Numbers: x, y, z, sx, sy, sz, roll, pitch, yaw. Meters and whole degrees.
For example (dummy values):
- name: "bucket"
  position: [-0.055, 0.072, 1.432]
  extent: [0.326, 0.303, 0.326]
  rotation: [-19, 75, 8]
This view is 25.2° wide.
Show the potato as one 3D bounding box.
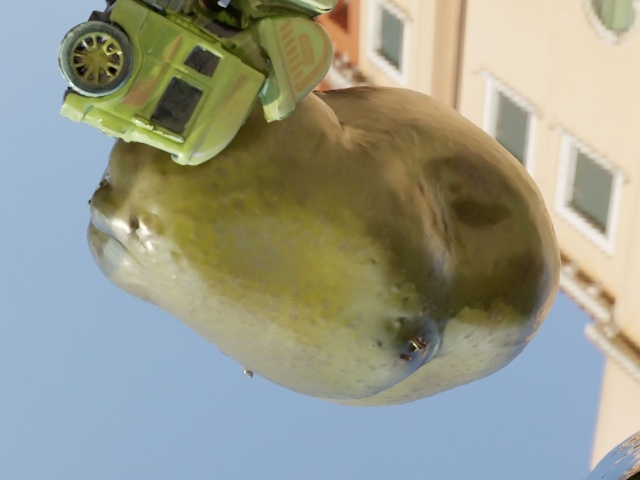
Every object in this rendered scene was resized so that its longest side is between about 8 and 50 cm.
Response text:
- name: "potato"
  position: [0.002, -0.003, 0.891]
  extent: [0.351, 0.203, 0.218]
  rotation: [12, 167, -42]

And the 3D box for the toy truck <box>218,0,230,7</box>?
- name: "toy truck"
  position: [-0.014, -0.312, 1.275]
  extent: [0.257, 0.127, 0.127]
  rotation: [-49, -154, -2]

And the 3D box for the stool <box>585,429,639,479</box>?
- name: "stool"
  position: [0.323, 0.154, 0.774]
  extent: [0.310, 0.226, 0.310]
  rotation: [-30, 172, 12]

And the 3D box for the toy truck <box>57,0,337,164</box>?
- name: "toy truck"
  position: [-0.041, -0.124, 0.681]
  extent: [0.116, 0.191, 0.085]
  rotation: [28, 180, -10]
